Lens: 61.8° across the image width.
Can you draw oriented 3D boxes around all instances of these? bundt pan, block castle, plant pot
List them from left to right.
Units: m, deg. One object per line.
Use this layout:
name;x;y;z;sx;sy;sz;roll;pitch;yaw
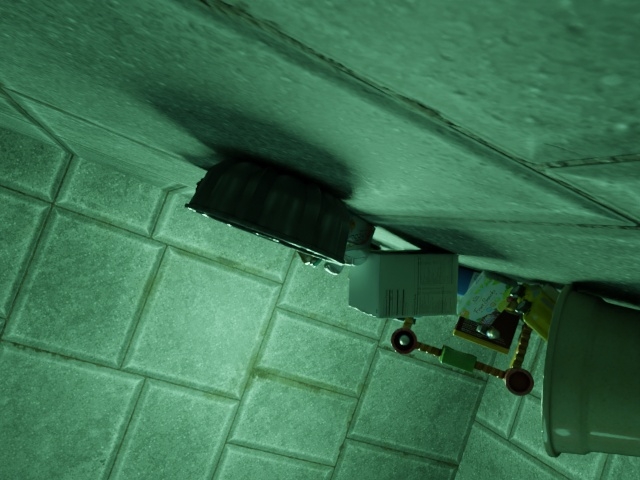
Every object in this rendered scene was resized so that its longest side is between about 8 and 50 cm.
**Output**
bundt pan;-0.087;-0.063;1.044;0.330;0.124;0.331;20;178;1
block castle;0.481;0.280;1.727;0.453;0.303;0.213;18;176;11
plant pot;0.596;0.260;0.966;0.305;0.334;0.334;4;168;35

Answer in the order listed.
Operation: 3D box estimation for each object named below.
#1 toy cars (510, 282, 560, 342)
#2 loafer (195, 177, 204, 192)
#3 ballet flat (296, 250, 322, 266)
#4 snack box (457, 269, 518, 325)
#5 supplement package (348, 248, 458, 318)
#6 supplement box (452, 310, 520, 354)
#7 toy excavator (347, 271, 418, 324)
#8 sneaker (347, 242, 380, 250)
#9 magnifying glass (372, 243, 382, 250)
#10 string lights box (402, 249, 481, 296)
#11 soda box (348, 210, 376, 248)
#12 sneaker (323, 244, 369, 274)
toy cars;0.561;0.169;1.261;0.393;0.087;0.176;21;-149;-47
loafer;-0.237;-0.133;1.308;0.109;0.095;0.302;-12;-164;-25
ballet flat;-0.004;-0.014;1.373;0.124;0.116;0.342;47;-164;5
snack box;0.430;0.150;1.384;0.100;0.141;0.037;21;-146;-9
supplement package;0.196;0.099;1.308;0.203;0.149;0.194;0;-178;-19
supplement box;0.593;0.276;1.896;0.191;0.194;0.129;19;176;14
toy excavator;0.266;0.162;1.991;0.432;0.222;0.445;18;169;-12
sneaker;0.101;0.003;1.648;0.188;0.067;0.078;23;155;-18
magnifying glass;0.202;0.039;1.878;0.092;0.026;0.231;19;178;15
string lights box;0.361;0.107;1.543;0.259;0.077;0.133;17;176;36
soda box;0.061;-0.032;1.238;0.063;0.058;0.183;18;177;31
sneaker;0.066;0.032;1.285;0.053;0.061;0.152;42;145;-17
